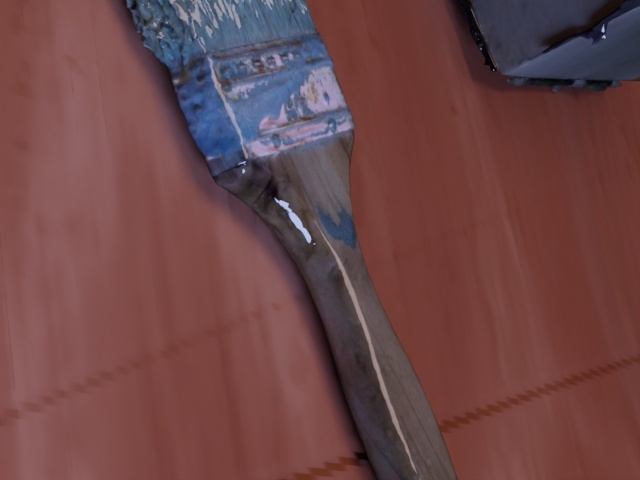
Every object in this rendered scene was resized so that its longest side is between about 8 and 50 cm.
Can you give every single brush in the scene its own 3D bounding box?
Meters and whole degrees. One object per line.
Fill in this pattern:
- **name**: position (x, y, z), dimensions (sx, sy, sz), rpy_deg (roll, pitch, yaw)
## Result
- **brush**: position (0.000, 0.000, 0.415), dimensions (0.070, 0.021, 0.196), rpy_deg (-22, 91, -59)

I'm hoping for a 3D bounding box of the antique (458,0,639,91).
- **antique**: position (0.125, -0.147, 0.569), dimensions (0.148, 0.152, 0.146), rpy_deg (-8, 76, -55)
